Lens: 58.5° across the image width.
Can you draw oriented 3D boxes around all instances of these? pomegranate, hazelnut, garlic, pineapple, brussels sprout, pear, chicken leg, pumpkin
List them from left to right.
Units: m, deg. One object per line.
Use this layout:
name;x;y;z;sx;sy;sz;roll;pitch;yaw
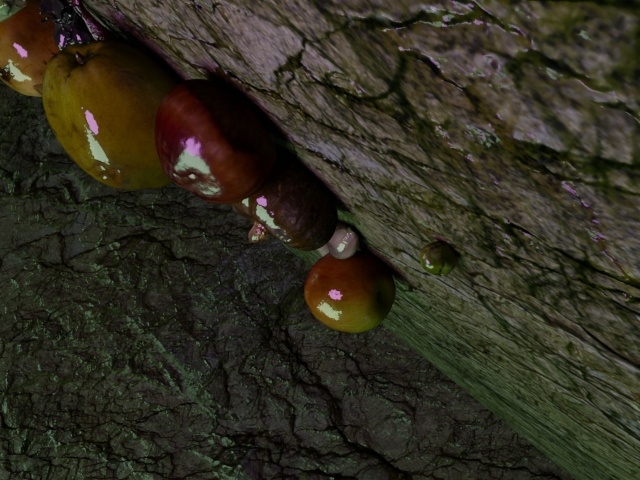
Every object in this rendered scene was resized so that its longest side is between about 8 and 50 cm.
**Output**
pomegranate;-0.689;-0.474;1.387;0.260;0.260;0.260;39;174;5
pineapple;-0.530;-0.448;1.227;0.125;0.125;0.251;38;170;9
chicken leg;-0.428;-0.404;1.173;0.205;0.053;0.093;34;153;-16
pear;-0.387;-0.238;1.123;0.269;0.269;0.321;35;163;38
hazelnut;-0.170;-0.150;0.901;0.204;0.178;0.178;41;174;-16
pumpkin;-0.083;-0.065;1.056;0.219;0.162;0.219;37;178;2
garlic;0.043;0.003;1.207;0.084;0.066;0.152;44;175;-23
brussels sprout;0.166;0.027;0.800;0.050;0.046;0.083;33;-178;17

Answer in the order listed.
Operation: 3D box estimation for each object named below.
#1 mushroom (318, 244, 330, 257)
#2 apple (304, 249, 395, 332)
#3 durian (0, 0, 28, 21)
mushroom;0.000;0.000;1.472;0.209;0.071;0.084;46;-160;-31
apple;0.070;0.115;1.285;0.196;0.196;0.196;39;174;5
durian;-0.661;-0.533;1.045;0.255;0.205;0.340;23;161;14
